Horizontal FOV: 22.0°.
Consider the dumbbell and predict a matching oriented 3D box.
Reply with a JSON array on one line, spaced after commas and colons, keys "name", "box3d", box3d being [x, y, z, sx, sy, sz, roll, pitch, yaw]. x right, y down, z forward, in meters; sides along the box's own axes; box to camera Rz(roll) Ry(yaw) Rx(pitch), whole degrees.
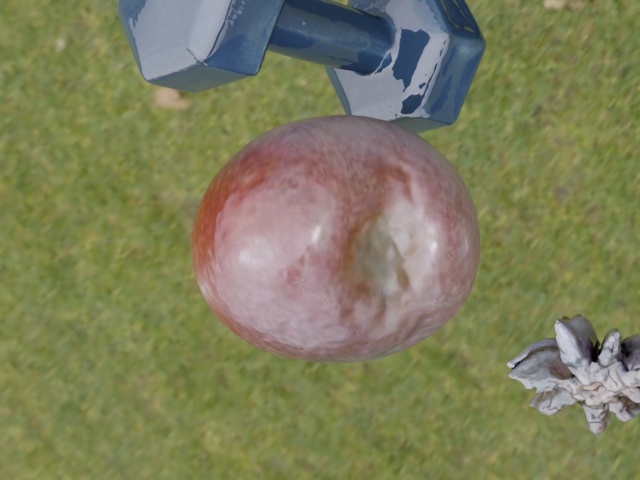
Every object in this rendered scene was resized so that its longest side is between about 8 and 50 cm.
[{"name": "dumbbell", "box3d": [-0.011, -0.182, 1.408, 0.160, 0.325, 0.144, -8, 77, 46]}]

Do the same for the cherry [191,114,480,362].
[{"name": "cherry", "box3d": [0.003, -0.007, 1.352, 0.239, 0.239, 0.206, 8, 110, 26]}]

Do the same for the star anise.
[{"name": "star anise", "box3d": [0.359, 0.172, 2.150, 0.236, 0.093, 0.229, -14, 133, 38]}]
